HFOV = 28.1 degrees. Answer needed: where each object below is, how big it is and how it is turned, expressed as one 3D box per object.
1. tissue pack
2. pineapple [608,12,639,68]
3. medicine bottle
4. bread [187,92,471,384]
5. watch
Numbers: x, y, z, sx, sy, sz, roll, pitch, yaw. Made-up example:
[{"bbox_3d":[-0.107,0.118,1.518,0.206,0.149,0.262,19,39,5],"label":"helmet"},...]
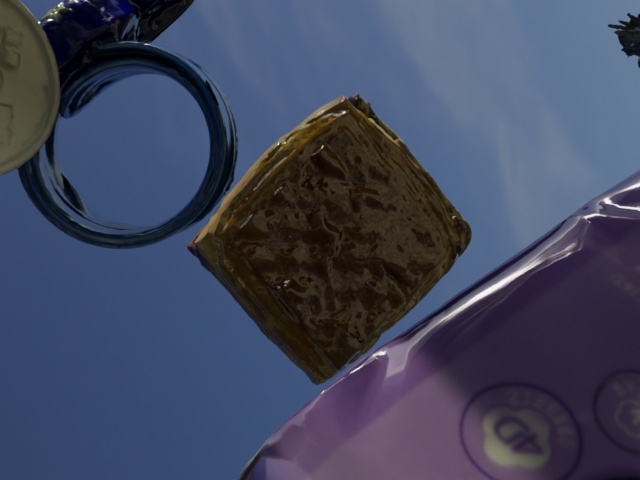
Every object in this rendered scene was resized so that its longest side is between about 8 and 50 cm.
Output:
[{"bbox_3d":[0.164,0.148,0.365,0.242,0.338,0.160,-32,-29,-28],"label":"tissue pack"},{"bbox_3d":[0.262,-0.139,0.955,0.124,0.058,0.058,-125,12,-65],"label":"pineapple"},{"bbox_3d":[-0.282,-0.078,0.813,0.143,0.258,0.143,6,-100,-42],"label":"medicine bottle"},{"bbox_3d":[0.000,0.000,1.601,0.277,0.167,0.324,50,-120,-13],"label":"bread"},{"bbox_3d":[-0.154,-0.098,1.035,0.200,0.196,0.171,54,-166,0],"label":"watch"}]
